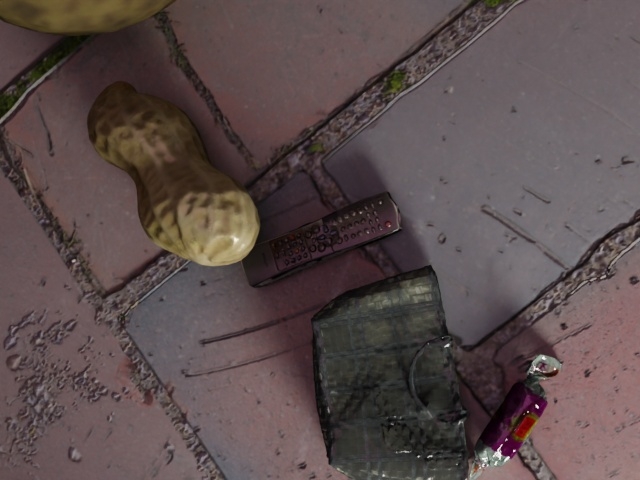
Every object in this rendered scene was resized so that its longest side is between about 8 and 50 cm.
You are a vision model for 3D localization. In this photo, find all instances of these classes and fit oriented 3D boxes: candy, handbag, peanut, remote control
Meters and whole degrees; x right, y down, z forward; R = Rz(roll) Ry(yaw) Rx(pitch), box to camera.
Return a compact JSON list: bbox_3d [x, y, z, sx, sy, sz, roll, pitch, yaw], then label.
[{"bbox_3d":[0.227,0.211,1.640,0.175,0.045,0.043,-58,38,4],"label":"candy"},{"bbox_3d":[0.082,0.171,1.674,0.175,0.088,0.270,-9,80,7],"label":"handbag"},{"bbox_3d":[-0.193,-0.083,1.765,0.136,0.120,0.298,-40,71,6],"label":"peanut"},{"bbox_3d":[0.000,0.000,1.743,0.212,0.028,0.059,-21,73,13],"label":"remote control"}]

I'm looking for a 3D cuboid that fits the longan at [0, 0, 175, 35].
[{"bbox_3d":[-0.308,-0.442,1.713,0.391,0.391,0.391,-2,82,16],"label":"longan"}]
